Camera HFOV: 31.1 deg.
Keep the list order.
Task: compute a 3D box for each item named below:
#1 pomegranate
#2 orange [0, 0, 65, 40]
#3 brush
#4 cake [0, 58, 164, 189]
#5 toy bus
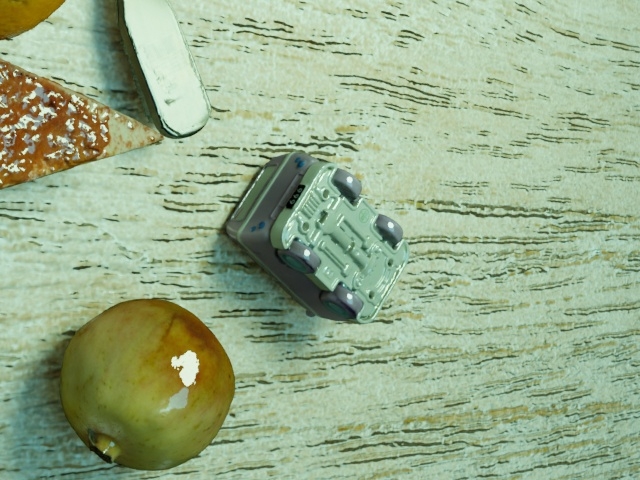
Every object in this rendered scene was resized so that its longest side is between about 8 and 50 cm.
[{"bbox_3d":[-0.189,0.158,1.244,0.191,0.191,0.191,-6,100,-42],"label":"pomegranate"},{"bbox_3d":[-0.312,-0.299,1.075,0.224,0.170,0.224,-4,97,-40],"label":"orange"},{"bbox_3d":[-0.209,-0.266,1.260,0.070,0.065,0.328,-26,103,-31],"label":"brush"},{"bbox_3d":[-0.299,-0.087,1.124,0.262,0.158,0.160,24,82,-43],"label":"cake"},{"bbox_3d":[0.000,0.000,1.421,0.202,0.142,0.142,46,65,-36],"label":"toy bus"}]
